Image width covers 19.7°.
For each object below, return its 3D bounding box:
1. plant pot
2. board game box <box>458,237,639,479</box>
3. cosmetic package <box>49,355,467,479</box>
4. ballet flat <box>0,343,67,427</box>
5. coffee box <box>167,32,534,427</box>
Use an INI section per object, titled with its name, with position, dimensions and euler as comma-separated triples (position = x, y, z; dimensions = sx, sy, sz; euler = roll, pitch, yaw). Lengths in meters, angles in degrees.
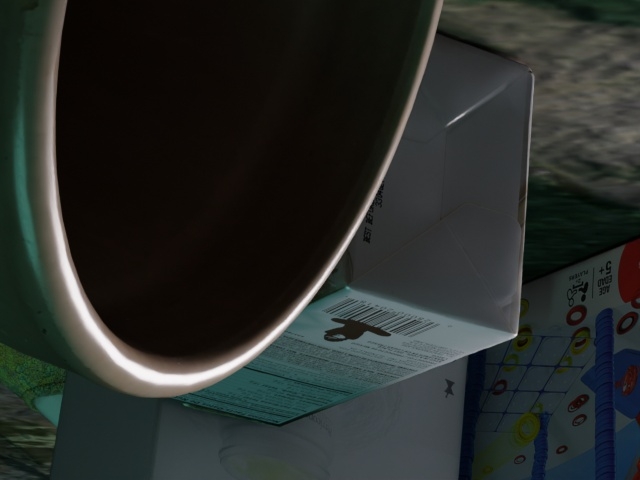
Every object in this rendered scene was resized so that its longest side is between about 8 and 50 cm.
[plant pot]
position = -0.107, -0.108, 0.603
dimensions = 0.229, 0.263, 0.263
euler = 19, 165, 23
[board game box]
position = 0.151, 0.177, 1.140
dimensions = 0.086, 0.302, 0.308
euler = 17, 157, -25
[cosmetic package]
position = -0.036, 0.116, 1.146
dimensions = 0.224, 0.224, 0.138
euler = 19, 156, -31
[ballet flat]
position = -0.100, 0.125, 1.348
dimensions = 0.348, 0.123, 0.123
euler = 11, 159, -10
[coffee box]
position = 0.000, 0.000, 0.951
dimensions = 0.098, 0.141, 0.246
euler = 16, 159, -24
